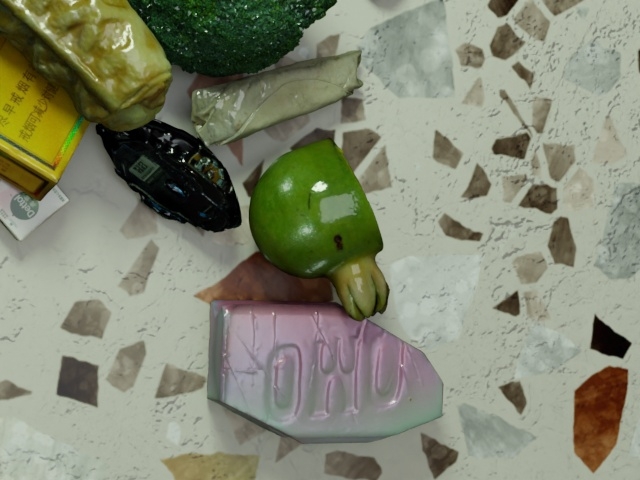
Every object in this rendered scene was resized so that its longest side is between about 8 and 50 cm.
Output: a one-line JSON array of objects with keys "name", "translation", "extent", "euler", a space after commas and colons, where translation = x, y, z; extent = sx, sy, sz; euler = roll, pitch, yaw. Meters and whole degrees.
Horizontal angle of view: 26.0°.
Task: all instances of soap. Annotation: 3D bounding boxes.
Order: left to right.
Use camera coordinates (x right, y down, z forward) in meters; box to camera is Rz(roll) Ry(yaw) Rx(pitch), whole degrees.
[{"name": "soap", "translation": [0.007, 0.184, 1.933], "extent": [0.323, 0.109, 0.193], "euler": [2, 92, -19]}]

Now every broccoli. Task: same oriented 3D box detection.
[{"name": "broccoli", "translation": [-0.129, -0.348, 1.797], "extent": [0.307, 0.308, 0.275], "euler": [-12, 63, -17]}]

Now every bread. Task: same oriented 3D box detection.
[{"name": "bread", "translation": [-0.294, -0.252, 1.712], "extent": [0.268, 0.152, 0.130], "euler": [45, 45, -8]}]

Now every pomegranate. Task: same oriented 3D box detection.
[{"name": "pomegranate", "translation": [-0.005, -0.008, 1.889], "extent": [0.159, 0.190, 0.241], "euler": [-28, 115, -3]}]

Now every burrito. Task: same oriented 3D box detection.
[{"name": "burrito", "translation": [-0.050, -0.200, 1.901], "extent": [0.275, 0.059, 0.082], "euler": [-20, 119, -28]}]

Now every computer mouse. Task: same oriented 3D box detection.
[{"name": "computer mouse", "translation": [-0.196, -0.099, 1.854], "extent": [0.241, 0.146, 0.078], "euler": [38, 53, -15]}]

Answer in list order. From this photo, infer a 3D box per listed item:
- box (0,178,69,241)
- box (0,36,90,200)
[{"name": "box", "translation": [-0.403, -0.072, 1.826], "extent": [0.089, 0.043, 0.125], "euler": [-43, 103, -12]}, {"name": "box", "translation": [-0.432, -0.213, 1.758], "extent": [0.301, 0.084, 0.193], "euler": [32, 59, -16]}]
